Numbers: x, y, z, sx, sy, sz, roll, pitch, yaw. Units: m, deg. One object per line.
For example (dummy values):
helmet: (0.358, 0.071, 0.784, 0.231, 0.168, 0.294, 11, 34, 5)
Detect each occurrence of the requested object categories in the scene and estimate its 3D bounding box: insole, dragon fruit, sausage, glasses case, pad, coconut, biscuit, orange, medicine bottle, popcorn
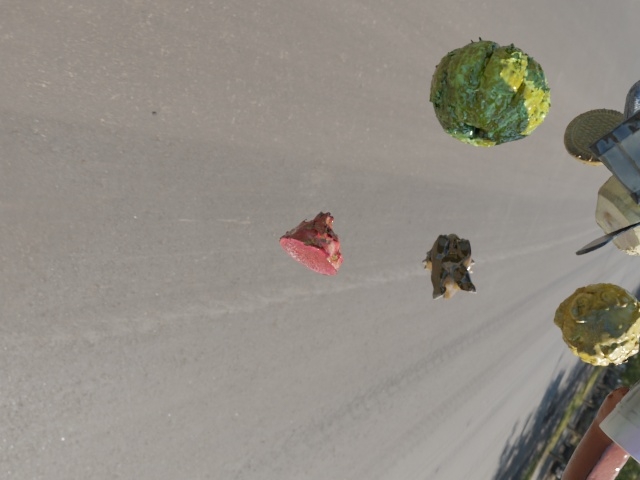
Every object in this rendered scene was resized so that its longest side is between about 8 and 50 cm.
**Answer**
insole: (0.739, -0.006, 1.203, 0.309, 0.110, 0.012, -15, 80, -42)
dragon fruit: (0.000, 0.000, 1.050, 0.111, 0.153, 0.153, -56, 143, -18)
sausage: (0.705, 0.519, 1.166, 0.097, 0.094, 0.348, -96, -155, -72)
glasses case: (0.893, -0.315, 1.292, 0.109, 0.067, 0.282, -15, 124, 6)
pad: (0.710, -0.208, 0.968, 0.233, 0.174, 0.022, -41, 171, 32)
coconut: (1.044, -0.111, 1.490, 0.254, 0.297, 0.297, -30, 142, 7)
biscuit: (1.057, -0.393, 1.783, 0.259, 0.259, 0.079, -59, 150, -8)
orange: (0.429, -0.357, 1.204, 0.223, 0.301, 0.300, -65, 153, -8)
medicine bottle: (0.725, 0.347, 0.967, 0.254, 0.152, 0.152, -51, 144, 7)
popcorn: (0.832, 0.250, 1.410, 0.190, 0.250, 0.250, 17, 97, -65)

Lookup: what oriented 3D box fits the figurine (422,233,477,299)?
figurine: (0.455, 0.099, 1.662, 0.173, 0.177, 0.247, 76, 6, -66)
